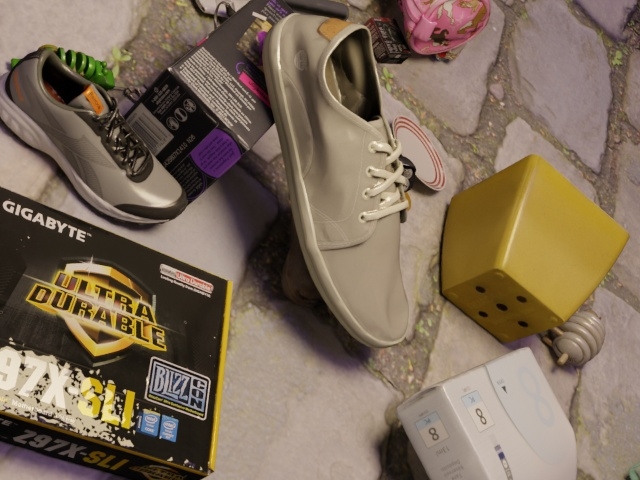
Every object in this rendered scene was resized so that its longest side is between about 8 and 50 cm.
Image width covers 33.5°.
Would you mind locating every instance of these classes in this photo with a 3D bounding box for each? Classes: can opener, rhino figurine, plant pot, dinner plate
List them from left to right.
[{"bbox_3d":[-0.063,-0.372,1.646,0.283,0.095,0.076,5,60,-32],"label":"can opener"},{"bbox_3d":[0.000,0.000,1.469,0.106,0.073,0.243,30,45,-27],"label":"rhino figurine"},{"bbox_3d":[0.076,-0.111,1.588,0.186,0.059,0.073,11,12,-47],"label":"can opener"},{"bbox_3d":[0.157,-0.140,1.724,0.141,0.017,0.141,38,33,-31],"label":"dinner plate"},{"bbox_3d":[0.307,0.032,1.632,0.212,0.212,0.187,38,57,-16],"label":"plant pot"}]

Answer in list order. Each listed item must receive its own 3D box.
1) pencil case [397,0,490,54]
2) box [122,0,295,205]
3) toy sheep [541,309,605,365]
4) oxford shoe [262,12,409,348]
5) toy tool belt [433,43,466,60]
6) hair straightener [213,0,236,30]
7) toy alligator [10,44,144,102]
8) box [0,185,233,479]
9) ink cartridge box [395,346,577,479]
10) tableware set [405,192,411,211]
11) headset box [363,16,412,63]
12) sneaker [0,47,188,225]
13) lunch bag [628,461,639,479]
[{"bbox_3d":[0.162,-0.512,1.873,0.160,0.167,0.386,65,1,-67],"label":"pencil case"},{"bbox_3d":[-0.125,-0.196,1.421,0.143,0.165,0.270,47,42,-8],"label":"box"},{"bbox_3d":[0.412,0.157,1.717,0.091,0.091,0.132,48,56,-5],"label":"toy sheep"},{"bbox_3d":[0.046,-0.074,1.353,0.169,0.130,0.449,-29,107,-56],"label":"oxford shoe"},{"bbox_3d":[0.223,-0.346,1.925,0.083,0.051,0.052,-38,106,-36],"label":"toy tool belt"},{"bbox_3d":[-0.075,-0.264,1.590,0.230,0.047,0.089,44,50,-20],"label":"hair straightener"},{"bbox_3d":[-0.300,-0.217,1.367,0.189,0.051,0.056,9,58,-37],"label":"toy alligator"},{"bbox_3d":[-0.259,0.108,1.167,0.322,0.079,0.257,25,51,-27],"label":"box"},{"bbox_3d":[0.284,0.347,1.419,0.308,0.091,0.385,-7,65,-59],"label":"ink cartridge box"},{"bbox_3d":[0.097,-0.065,1.636,0.104,0.024,0.154,29,46,-28],"label":"tableware set"},{"bbox_3d":[0.113,-0.348,1.832,0.062,0.032,0.083,-8,68,-45],"label":"headset box"},{"bbox_3d":[-0.269,-0.121,1.290,0.271,0.108,0.100,40,42,-15],"label":"sneaker"},{"bbox_3d":[0.655,0.362,1.683,0.262,0.223,0.160,-13,79,-45],"label":"lunch bag"}]
